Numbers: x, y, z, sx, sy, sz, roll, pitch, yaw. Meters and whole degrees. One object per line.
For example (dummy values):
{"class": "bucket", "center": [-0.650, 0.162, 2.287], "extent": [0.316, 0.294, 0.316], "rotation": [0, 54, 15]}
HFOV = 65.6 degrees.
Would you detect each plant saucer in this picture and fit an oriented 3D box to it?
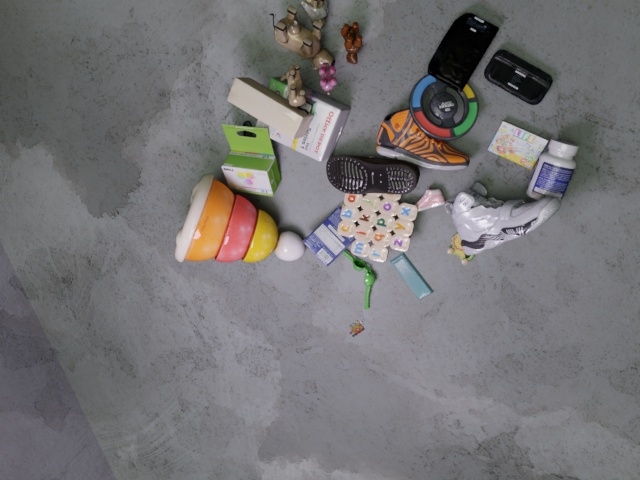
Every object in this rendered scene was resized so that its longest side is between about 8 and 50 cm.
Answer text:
{"class": "plant saucer", "center": [0.343, 0.139, 1.879], "extent": [0.067, 0.018, 0.192], "rotation": [-36, 93, 26]}

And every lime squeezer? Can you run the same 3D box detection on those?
{"class": "lime squeezer", "center": [0.150, 0.121, 1.931], "extent": [0.110, 0.059, 0.310], "rotation": [-18, 105, 55]}

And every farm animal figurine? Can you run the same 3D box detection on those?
{"class": "farm animal figurine", "center": [-0.040, -0.618, 1.648], "extent": [0.330, 0.172, 0.326], "rotation": [-42, 88, -9]}

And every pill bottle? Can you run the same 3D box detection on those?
{"class": "pill bottle", "center": [0.734, -0.218, 1.564], "extent": [0.112, 0.112, 0.186], "rotation": [18, 114, 13]}

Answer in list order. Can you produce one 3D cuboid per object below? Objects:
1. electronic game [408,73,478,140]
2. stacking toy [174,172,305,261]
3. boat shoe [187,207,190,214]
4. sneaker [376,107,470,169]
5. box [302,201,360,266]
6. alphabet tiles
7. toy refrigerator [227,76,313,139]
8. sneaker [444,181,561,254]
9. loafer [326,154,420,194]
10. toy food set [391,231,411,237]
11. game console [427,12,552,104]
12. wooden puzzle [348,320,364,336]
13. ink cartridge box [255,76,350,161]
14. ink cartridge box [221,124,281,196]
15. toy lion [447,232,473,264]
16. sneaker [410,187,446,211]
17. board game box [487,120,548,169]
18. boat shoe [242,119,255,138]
{"class": "electronic game", "center": [0.394, -0.430, 1.588], "extent": [0.229, 0.048, 0.229], "rotation": [1, 82, -8]}
{"class": "stacking toy", "center": [-0.288, -0.019, 1.902], "extent": [0.480, 0.350, 0.350], "rotation": [20, 116, -15]}
{"class": "boat shoe", "center": [-0.454, -0.113, 2.051], "extent": [0.190, 0.068, 0.072], "rotation": [15, 100, 3]}
{"class": "sneaker", "center": [0.348, -0.345, 1.648], "extent": [0.321, 0.124, 0.180], "rotation": [16, 114, 14]}
{"class": "box", "center": [0.059, -0.026, 1.879], "extent": [0.225, 0.036, 0.136], "rotation": [-44, 90, 2]}
{"class": "alphabet tiles", "center": [0.204, -0.072, 1.801], "extent": [0.278, 0.021, 0.284], "rotation": [15, 97, 22]}
{"class": "toy refrigerator", "center": [-0.170, -0.444, 1.679], "extent": [0.270, 0.102, 0.094], "rotation": [32, 115, 9]}
{"class": "sneaker", "center": [0.566, -0.101, 1.603], "extent": [0.366, 0.137, 0.210], "rotation": [-33, 87, 50]}
{"class": "loafer", "center": [0.186, -0.229, 1.749], "extent": [0.366, 0.130, 0.133], "rotation": [15, 114, 32]}
{"class": "toy food set", "center": [0.292, -0.027, 1.836], "extent": [0.083, 0.020, 0.083], "rotation": [-5, 106, 21]}
{"class": "game console", "center": [0.533, -0.532, 1.541], "extent": [0.361, 0.044, 0.213], "rotation": [31, 100, 4]}
{"class": "wooden puzzle", "center": [0.146, 0.358, 2.030], "extent": [0.083, 0.006, 0.049], "rotation": [-41, 92, 26]}
{"class": "ink cartridge box", "center": [-0.065, -0.431, 1.766], "extent": [0.278, 0.117, 0.201], "rotation": [27, 115, 10]}
{"class": "ink cartridge box", "center": [-0.268, -0.293, 1.832], "extent": [0.189, 0.097, 0.255], "rotation": [9, 145, 16]}
{"class": "toy lion", "center": [0.508, 0.023, 1.775], "extent": [0.100, 0.034, 0.096], "rotation": [38, 109, 3]}
{"class": "sneaker", "center": [0.368, -0.145, 1.754], "extent": [0.134, 0.051, 0.070], "rotation": [-16, 100, 21]}
{"class": "board game box", "center": [0.638, -0.310, 1.613], "extent": [0.154, 0.026, 0.103], "rotation": [26, 114, 9]}
{"class": "boat shoe", "center": [-0.273, -0.387, 1.898], "extent": [0.049, 0.040, 0.142], "rotation": [-1, 108, 19]}
